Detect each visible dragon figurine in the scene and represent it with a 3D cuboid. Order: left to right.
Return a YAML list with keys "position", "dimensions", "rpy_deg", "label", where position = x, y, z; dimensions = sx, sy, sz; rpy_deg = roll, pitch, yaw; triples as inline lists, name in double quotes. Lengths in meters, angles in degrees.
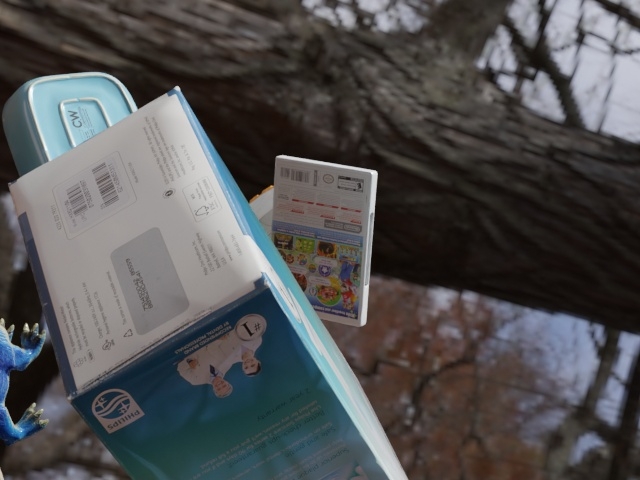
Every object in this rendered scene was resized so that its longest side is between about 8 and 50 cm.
- position: [-0.332, 0.147, 1.463]
  dimensions: [0.085, 0.144, 0.289]
  rpy_deg: [7, -86, 36]
  label: "dragon figurine"

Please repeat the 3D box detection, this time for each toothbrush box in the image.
- position: [-0.049, 0.091, 0.960]
  dimensions: [0.126, 0.295, 0.216]
  rpy_deg: [-30, -141, 2]
  label: "toothbrush box"

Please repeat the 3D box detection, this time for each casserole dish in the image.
- position: [-0.185, -0.068, 1.271]
  dimensions: [0.188, 0.114, 0.037]
  rpy_deg: [66, -31, 26]
  label: "casserole dish"

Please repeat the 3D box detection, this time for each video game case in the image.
- position: [0.000, 0.000, 1.224]
  dimensions: [0.087, 0.011, 0.122]
  rpy_deg: [11, -76, 29]
  label: "video game case"

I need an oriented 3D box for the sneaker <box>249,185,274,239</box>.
- position: [-0.049, 0.062, 1.336]
  dimensions: [0.262, 0.099, 0.121]
  rpy_deg: [-48, -122, 16]
  label: "sneaker"
